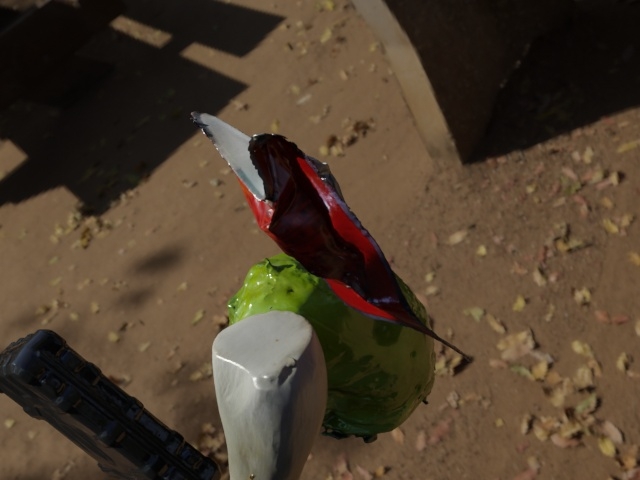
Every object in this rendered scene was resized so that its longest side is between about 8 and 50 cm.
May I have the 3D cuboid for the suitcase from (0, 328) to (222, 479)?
[{"bbox_3d":[-0.268,0.224,1.124,0.066,0.285,0.206,-55,16,-27],"label":"suitcase"}]

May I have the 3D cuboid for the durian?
[{"bbox_3d":[0.017,0.129,1.153,0.255,0.340,0.204,-24,53,-12],"label":"durian"}]

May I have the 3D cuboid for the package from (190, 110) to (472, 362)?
[{"bbox_3d":[0.000,0.000,0.749,0.071,0.269,0.194,-40,33,-9],"label":"package"}]

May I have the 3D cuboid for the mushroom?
[{"bbox_3d":[-0.046,0.185,0.885,0.116,0.225,0.093,3,12,29],"label":"mushroom"}]
